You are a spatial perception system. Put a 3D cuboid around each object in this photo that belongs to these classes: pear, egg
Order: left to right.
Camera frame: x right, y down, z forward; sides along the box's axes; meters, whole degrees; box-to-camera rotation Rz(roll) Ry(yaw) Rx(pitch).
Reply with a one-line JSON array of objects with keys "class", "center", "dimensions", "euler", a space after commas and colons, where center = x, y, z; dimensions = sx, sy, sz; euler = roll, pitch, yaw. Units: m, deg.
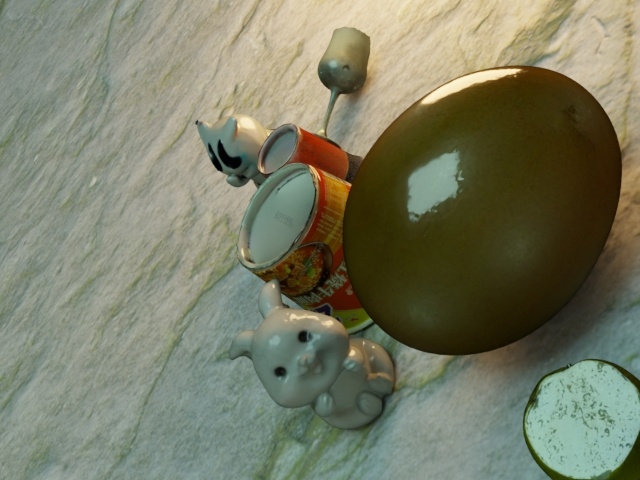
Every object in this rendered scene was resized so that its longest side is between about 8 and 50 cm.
[{"class": "egg", "center": [0.181, -0.034, 1.380], "dimensions": [0.351, 0.282, 0.282], "euler": [-47, 36, 7]}, {"class": "pear", "center": [0.280, 0.191, 1.246], "dimensions": [0.141, 0.104, 0.141], "euler": [-8, 74, 28]}]

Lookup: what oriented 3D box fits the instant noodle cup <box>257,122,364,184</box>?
[{"class": "instant noodle cup", "center": [-0.016, -0.103, 1.807], "dimensions": [0.127, 0.136, 0.127], "euler": [-31, 42, 33]}]

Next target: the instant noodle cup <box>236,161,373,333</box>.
[{"class": "instant noodle cup", "center": [0.000, 0.000, 1.675], "dimensions": [0.213, 0.174, 0.213], "euler": [-33, 42, 35]}]

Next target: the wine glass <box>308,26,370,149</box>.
[{"class": "wine glass", "center": [0.024, -0.232, 1.906], "dimensions": [0.079, 0.079, 0.195], "euler": [-4, 63, 50]}]

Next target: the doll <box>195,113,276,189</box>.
[{"class": "doll", "center": [-0.098, -0.131, 1.908], "dimensions": [0.110, 0.181, 0.107], "euler": [-13, 68, 45]}]

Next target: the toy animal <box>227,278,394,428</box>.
[{"class": "toy animal", "center": [-0.011, 0.151, 1.572], "dimensions": [0.127, 0.193, 0.178], "euler": [-59, 26, 2]}]
